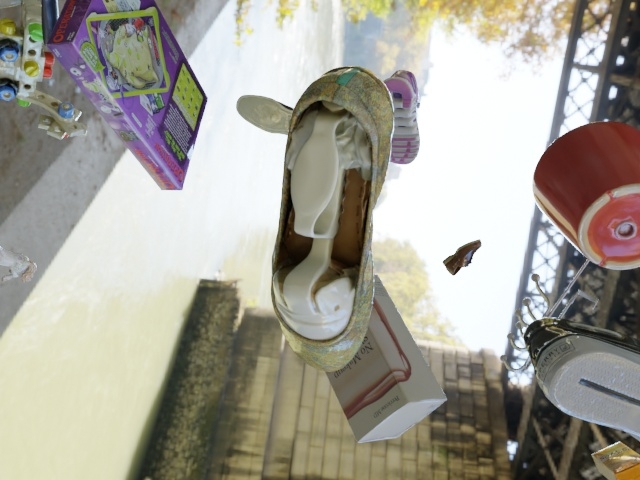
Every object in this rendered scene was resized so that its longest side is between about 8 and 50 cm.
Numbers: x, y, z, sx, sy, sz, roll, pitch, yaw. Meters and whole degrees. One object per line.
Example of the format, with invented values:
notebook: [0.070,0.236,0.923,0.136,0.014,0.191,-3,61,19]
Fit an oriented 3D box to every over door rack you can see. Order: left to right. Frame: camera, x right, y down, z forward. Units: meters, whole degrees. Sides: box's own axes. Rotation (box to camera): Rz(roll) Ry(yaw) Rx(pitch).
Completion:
over door rack: [0.569,0.154,1.567,0.108,0.324,0.240,43,-23,31]

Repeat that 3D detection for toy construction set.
toy construction set: [-0.577,-0.374,1.362,0.151,0.215,0.328,52,-45,39]

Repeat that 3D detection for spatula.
spatula: [-0.426,-0.400,1.020,0.030,0.084,0.296,56,-30,2]

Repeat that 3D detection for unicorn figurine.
unicorn figurine: [-0.666,0.038,1.324,0.111,0.161,0.060,-32,-122,39]

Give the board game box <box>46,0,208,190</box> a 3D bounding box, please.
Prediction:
board game box: [-0.278,-0.256,0.999,0.347,0.056,0.208,66,25,-58]

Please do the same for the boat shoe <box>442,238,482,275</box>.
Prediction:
boat shoe: [0.446,0.052,1.979,0.178,0.064,0.060,-51,-123,53]

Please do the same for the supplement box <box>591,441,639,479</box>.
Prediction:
supplement box: [0.537,0.401,1.143,0.098,0.062,0.036,179,-113,-89]

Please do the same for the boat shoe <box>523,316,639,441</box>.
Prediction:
boat shoe: [0.383,0.169,0.731,0.121,0.335,0.119,-56,-164,22]

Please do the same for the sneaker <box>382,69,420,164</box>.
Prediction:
sneaker: [0.184,-0.280,1.435,0.236,0.095,0.105,82,22,-43]

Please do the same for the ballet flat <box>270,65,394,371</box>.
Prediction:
ballet flat: [0.000,0.000,0.657,0.123,0.123,0.349,-80,178,-69]

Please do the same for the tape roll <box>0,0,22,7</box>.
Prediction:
tape roll: [-0.617,-0.629,1.188,0.392,0.072,0.392,-44,156,-26]

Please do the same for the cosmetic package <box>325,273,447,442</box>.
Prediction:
cosmetic package: [0.092,0.218,1.239,0.153,0.129,0.296,-48,-126,28]

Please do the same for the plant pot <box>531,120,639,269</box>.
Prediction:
plant pot: [0.606,-0.082,1.341,0.243,0.274,0.275,-81,177,-58]

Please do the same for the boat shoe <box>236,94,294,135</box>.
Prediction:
boat shoe: [-0.105,-0.305,1.609,0.079,0.233,0.084,-156,-100,-69]
